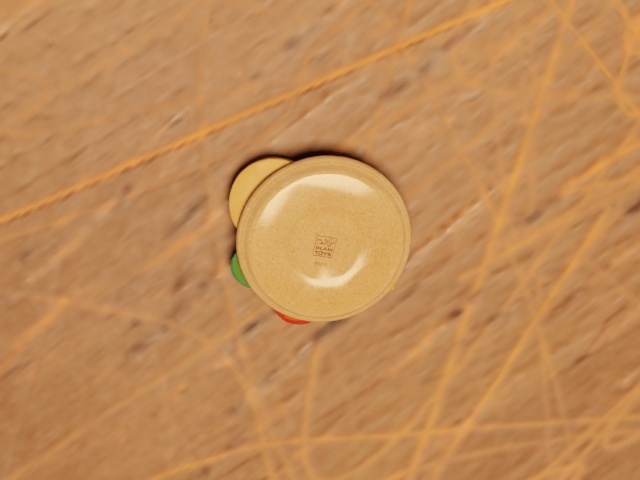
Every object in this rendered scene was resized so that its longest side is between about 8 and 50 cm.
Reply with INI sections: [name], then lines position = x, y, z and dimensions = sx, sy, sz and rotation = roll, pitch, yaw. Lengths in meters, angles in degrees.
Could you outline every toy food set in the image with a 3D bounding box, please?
[toy food set]
position = 0.000, 0.000, 0.807
dimensions = 0.083, 0.020, 0.082
rotation = -6, 111, -6
